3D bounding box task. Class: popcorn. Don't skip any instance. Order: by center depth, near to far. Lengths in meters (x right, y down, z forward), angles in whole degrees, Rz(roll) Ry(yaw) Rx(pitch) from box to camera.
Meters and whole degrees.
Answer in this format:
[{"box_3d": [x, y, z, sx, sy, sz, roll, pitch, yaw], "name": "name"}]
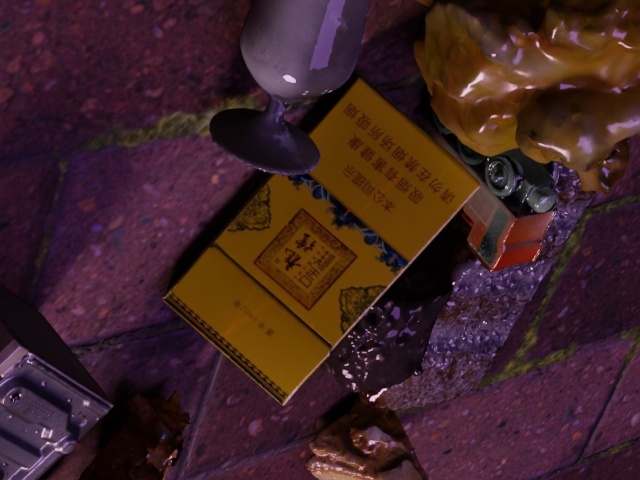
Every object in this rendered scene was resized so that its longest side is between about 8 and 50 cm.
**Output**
[{"box_3d": [0.222, -0.218, 1.711, 0.290, 0.321, 0.325, 22, 94, -37], "name": "popcorn"}]

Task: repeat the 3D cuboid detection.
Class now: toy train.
[{"box_3d": [0.154, -0.067, 1.867, 0.074, 0.176, 0.118, -11, 137, -38], "name": "toy train"}]

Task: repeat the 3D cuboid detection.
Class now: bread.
[{"box_3d": [0.169, -0.001, 2.022, 0.165, 0.113, 0.416, -3, 131, -43], "name": "bread"}, {"box_3d": [0.070, 0.261, 2.188, 0.127, 0.152, 0.147, -38, 156, -6], "name": "bread"}]

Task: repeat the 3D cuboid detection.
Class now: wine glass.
[{"box_3d": [-0.012, -0.177, 1.632, 0.103, 0.103, 0.231, -8, 130, -43], "name": "wine glass"}]

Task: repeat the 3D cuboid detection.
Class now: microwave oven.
[{"box_3d": [-0.323, 0.161, 1.647, 0.240, 0.145, 0.194, -44, 145, 1], "name": "microwave oven"}]

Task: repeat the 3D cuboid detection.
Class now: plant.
[{"box_3d": [0.053, 0.041, 1.922, 0.142, 0.131, 0.203, -22, 127, -27], "name": "plant"}]

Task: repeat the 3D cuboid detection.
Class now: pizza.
[{"box_3d": [-0.196, 0.245, 1.901, 0.289, 0.081, 0.228, 113, 3, -76], "name": "pizza"}]

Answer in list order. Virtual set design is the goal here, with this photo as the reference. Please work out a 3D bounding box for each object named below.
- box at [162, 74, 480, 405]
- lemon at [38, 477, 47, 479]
[{"box_3d": [0.001, -0.001, 1.814, 0.279, 0.153, 0.041, -48, -173, 7], "name": "box"}, {"box_3d": [-0.280, 0.263, 1.883, 0.062, 0.062, 0.083, 7, 128, -51], "name": "lemon"}]
